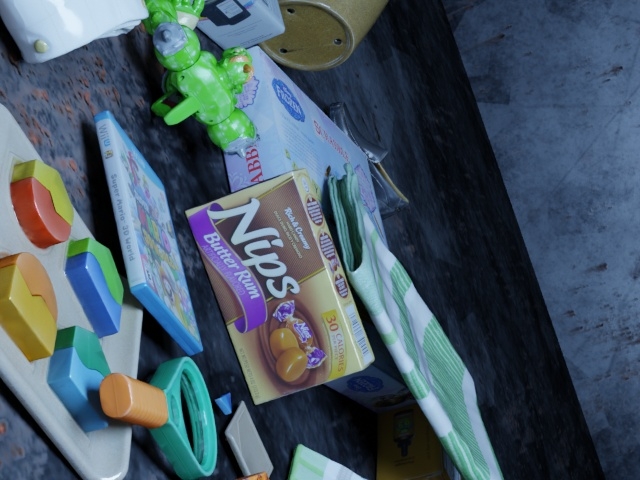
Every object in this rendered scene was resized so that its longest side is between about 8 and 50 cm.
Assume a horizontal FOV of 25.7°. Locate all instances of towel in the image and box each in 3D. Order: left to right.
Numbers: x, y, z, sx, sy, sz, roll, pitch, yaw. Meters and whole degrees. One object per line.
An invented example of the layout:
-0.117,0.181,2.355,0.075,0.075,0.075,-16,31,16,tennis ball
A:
0.038,0.248,1.260,0.152,0.023,0.113,29,25,-9,towel
0.099,0.099,1.427,0.324,0.038,0.248,61,9,-25,towel

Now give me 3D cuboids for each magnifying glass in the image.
-0.110,0.120,0.991,0.231,0.026,0.092,47,32,-74,magnifying glass

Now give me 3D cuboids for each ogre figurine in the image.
-0.110,-0.146,1.270,0.118,0.097,0.197,-118,-165,-60,ogre figurine

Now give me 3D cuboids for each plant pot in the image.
0.001,-0.332,1.668,0.237,0.237,0.254,54,37,-46,plant pot

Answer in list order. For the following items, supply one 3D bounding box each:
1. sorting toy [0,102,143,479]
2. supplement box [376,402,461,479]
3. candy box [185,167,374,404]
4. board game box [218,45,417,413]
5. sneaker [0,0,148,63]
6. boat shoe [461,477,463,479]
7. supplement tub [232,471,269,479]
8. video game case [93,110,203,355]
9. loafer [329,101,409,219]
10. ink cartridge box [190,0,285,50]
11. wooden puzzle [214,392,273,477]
-0.175,0.031,0.923,0.193,0.038,0.208,-92,156,-47,sorting toy
0.111,0.216,1.597,0.233,0.078,0.080,-84,153,-56,supplement box
-0.035,0.040,1.252,0.053,0.109,0.186,-25,96,-74,candy box
0.000,0.000,1.498,0.319,0.066,0.318,40,35,-61,board game box
-0.192,-0.242,1.094,0.169,0.108,0.292,65,26,-26,sneaker
0.171,0.330,1.715,0.049,0.056,0.152,53,32,-59,boat shoe
-0.051,0.257,0.927,0.117,0.117,0.190,7,64,-73,supplement tub
-0.134,-0.005,1.093,0.119,0.015,0.166,58,12,-57,video game case
0.062,-0.108,1.844,0.170,0.061,0.062,66,17,-14,loafer
-0.113,-0.289,1.451,0.175,0.072,0.127,33,41,-65,ink cartridge box
-0.061,0.178,1.180,0.078,0.014,0.116,-50,119,-77,wooden puzzle
